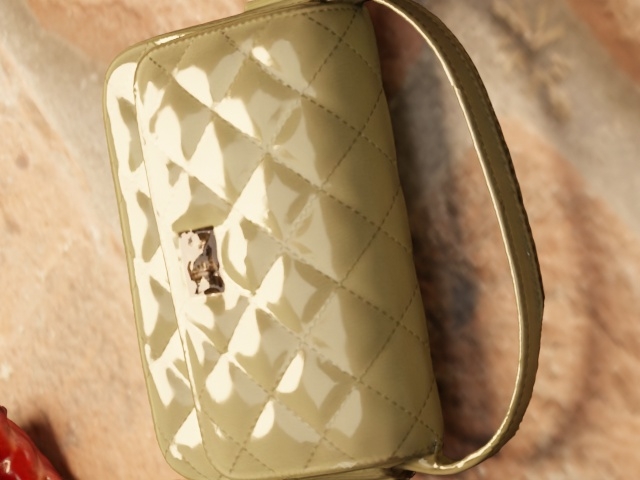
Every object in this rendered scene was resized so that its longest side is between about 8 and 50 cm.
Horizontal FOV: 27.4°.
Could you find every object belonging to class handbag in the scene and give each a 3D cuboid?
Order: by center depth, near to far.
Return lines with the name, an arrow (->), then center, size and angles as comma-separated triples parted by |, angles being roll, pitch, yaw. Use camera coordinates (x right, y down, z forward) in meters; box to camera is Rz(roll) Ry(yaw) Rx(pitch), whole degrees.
handbag -> 0.000, 0.000, 0.643 | 0.219, 0.079, 0.256 | -11, 89, 37

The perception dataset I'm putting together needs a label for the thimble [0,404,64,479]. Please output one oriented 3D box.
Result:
thimble -> -0.237, 0.202, 0.805 | 0.125, 0.163, 0.189 | -43, 68, 36
